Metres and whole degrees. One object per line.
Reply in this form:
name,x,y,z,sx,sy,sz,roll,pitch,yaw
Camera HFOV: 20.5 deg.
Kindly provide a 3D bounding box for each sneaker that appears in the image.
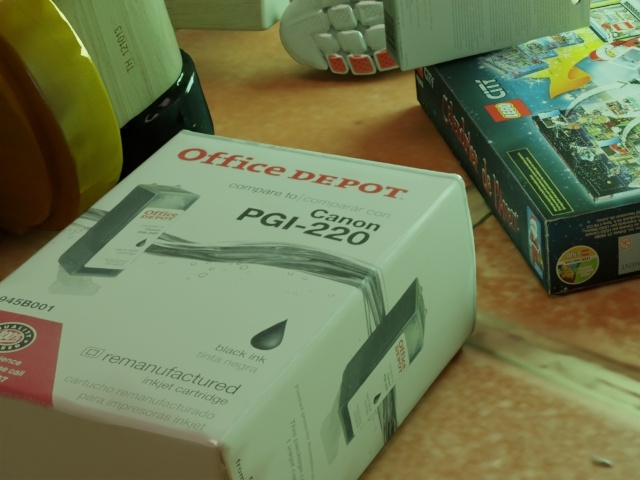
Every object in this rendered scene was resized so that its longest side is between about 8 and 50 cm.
sneaker,0.053,-0.137,1.105,0.157,0.061,0.065,-9,2,0

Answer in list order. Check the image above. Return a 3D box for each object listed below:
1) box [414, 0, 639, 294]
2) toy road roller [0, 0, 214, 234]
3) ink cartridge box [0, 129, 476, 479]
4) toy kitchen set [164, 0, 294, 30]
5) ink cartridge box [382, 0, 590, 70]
box,0.157,-0.062,0.950,0.159,0.044,0.233,-12,31,-8
toy road roller,-0.240,-0.107,0.966,0.329,0.203,0.240,20,51,35
ink cartridge box,-0.047,0.046,0.767,0.158,0.092,0.218,11,33,27
toy kitchen set,-0.066,-0.241,1.154,0.122,0.166,0.207,3,20,16
ink cartridge box,0.092,-0.139,0.985,0.115,0.063,0.029,-14,33,-11
